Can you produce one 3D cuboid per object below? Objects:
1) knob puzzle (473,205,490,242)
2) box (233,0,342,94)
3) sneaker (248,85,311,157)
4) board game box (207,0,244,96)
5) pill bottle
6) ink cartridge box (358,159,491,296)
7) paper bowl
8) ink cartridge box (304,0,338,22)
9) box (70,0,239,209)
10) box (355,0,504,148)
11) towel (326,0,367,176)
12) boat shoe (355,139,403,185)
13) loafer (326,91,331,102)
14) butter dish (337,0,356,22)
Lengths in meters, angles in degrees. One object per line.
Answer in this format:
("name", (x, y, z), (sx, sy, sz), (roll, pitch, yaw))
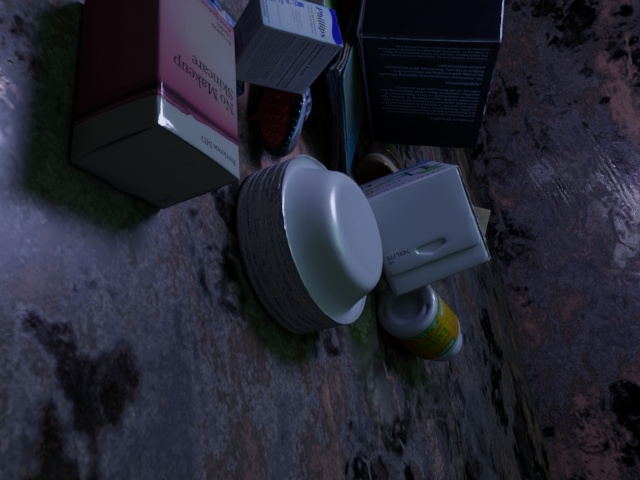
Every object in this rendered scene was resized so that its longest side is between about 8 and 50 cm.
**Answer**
("knob puzzle", (0.413, -0.018, 1.849), (0.030, 0.213, 0.213), (13, 63, -63))
("box", (-0.058, -0.299, 0.923), (0.137, 0.126, 0.072), (5, 64, -32))
("sneaker", (-0.051, -0.243, 1.083), (0.125, 0.104, 0.262), (47, 35, -48))
("board game box", (-0.187, -0.327, 0.925), (0.201, 0.035, 0.136), (39, 41, -51))
("pill bottle", (0.238, 0.192, 1.378), (0.245, 0.136, 0.137), (43, 38, -49))
("ink cartridge box", (0.190, -0.036, 1.240), (0.270, 0.198, 0.197), (-108, 177, -80))
("paper bowl", (0.000, 0.000, 0.983), (0.284, 0.148, 0.284), (42, 40, -48))
("ink cartridge box", (-0.023, -0.448, 1.264), (0.062, 0.108, 0.209), (39, 41, -50))
("box", (-0.188, -0.179, 0.715), (0.148, 0.126, 0.233), (33, 46, -56))
("box", (0.272, -0.541, 1.446), (0.472, 0.297, 0.480), (68, 29, -72))
("towel", (0.068, -0.340, 1.338), (0.370, 0.040, 0.272), (-75, 166, -45))
("boat shoe", (0.202, -0.108, 1.524), (0.342, 0.123, 0.123), (49, 34, -31))
("loafer", (0.050, -0.332, 1.431), (0.125, 0.045, 0.039), (-21, 101, -69))
("butter dish", (0.069, -0.630, 1.587), (0.160, 0.118, 0.160), (25, 35, -3))
